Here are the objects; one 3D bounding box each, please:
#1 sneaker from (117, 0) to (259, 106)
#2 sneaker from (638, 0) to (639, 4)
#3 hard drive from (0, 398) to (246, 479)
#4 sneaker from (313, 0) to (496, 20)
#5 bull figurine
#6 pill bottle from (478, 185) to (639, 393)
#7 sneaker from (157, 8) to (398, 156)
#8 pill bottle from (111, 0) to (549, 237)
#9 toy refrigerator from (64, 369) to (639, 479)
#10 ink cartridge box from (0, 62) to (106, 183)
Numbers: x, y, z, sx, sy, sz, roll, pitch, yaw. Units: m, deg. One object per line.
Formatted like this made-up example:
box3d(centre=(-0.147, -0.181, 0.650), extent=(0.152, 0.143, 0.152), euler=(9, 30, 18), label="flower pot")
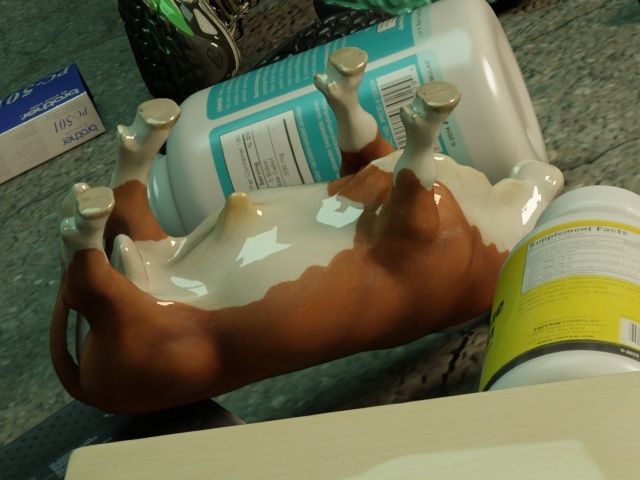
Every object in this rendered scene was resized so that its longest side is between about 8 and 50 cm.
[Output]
box3d(centre=(-0.119, -0.237, 1.567), extent=(0.146, 0.134, 0.343), euler=(-18, 32, -3), label="sneaker")
box3d(centre=(0.285, -0.201, 1.239), extent=(0.098, 0.038, 0.069), euler=(-4, 33, 38), label="sneaker")
box3d(centre=(-0.104, 0.157, 0.885), extent=(0.172, 0.054, 0.255), euler=(-34, 27, -17), label="hard drive")
box3d(centre=(0.108, -0.218, 1.422), extent=(0.224, 0.083, 0.098), euler=(-9, 9, 23), label="sneaker")
box3d(centre=(0.000, 0.000, 0.906), extent=(0.310, 0.188, 0.101), euler=(-21, 41, -11), label="bull figurine")
box3d(centre=(0.132, 0.050, 0.816), extent=(0.103, 0.103, 0.184), euler=(-16, 26, 20), label="pill bottle")
box3d(centre=(-0.022, -0.075, 1.199), extent=(0.235, 0.097, 0.084), euler=(-31, 25, 20), label="sneaker")
box3d(centre=(0.003, -0.049, 1.078), extent=(0.264, 0.146, 0.146), euler=(-18, 26, 14), label="pill bottle")
box3d(centre=(0.028, 0.136, 0.705), extent=(0.270, 0.094, 0.102), euler=(-10, 44, 14), label="toy refrigerator")
box3d(centre=(-0.305, -0.087, 1.559), extent=(0.207, 0.046, 0.097), euler=(-26, 26, -3), label="ink cartridge box")
